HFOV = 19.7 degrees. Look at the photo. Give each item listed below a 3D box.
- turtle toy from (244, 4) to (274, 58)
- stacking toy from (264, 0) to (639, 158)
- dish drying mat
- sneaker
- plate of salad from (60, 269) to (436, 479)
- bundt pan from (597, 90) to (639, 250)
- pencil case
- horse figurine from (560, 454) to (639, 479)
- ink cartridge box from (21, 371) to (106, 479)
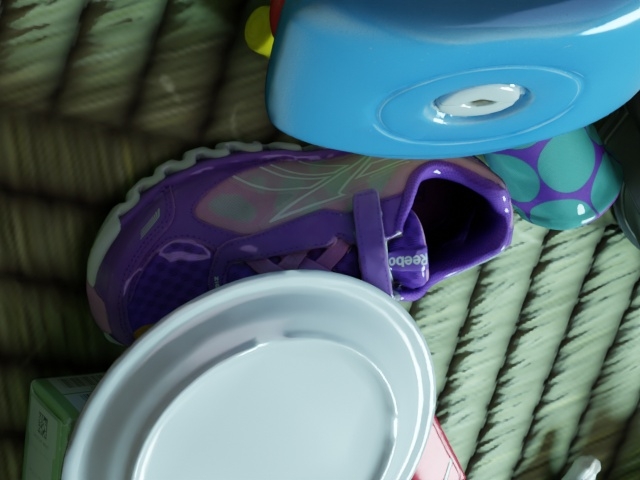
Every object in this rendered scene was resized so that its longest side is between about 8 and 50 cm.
[{"bbox_3d":[0.025,-0.128,0.908,0.095,0.066,0.130,17,88,-38],"label":"turtle toy"},{"bbox_3d":[0.048,-0.199,0.818,0.175,0.166,0.302,-6,74,-6],"label":"stacking toy"},{"bbox_3d":[0.060,0.121,1.079,0.032,0.008,0.083,-38,126,-14],"label":"dish drying mat"},{"bbox_3d":[0.000,0.000,0.925,0.236,0.104,0.095,-19,121,-25],"label":"sneaker"},{"bbox_3d":[-0.036,0.097,0.907,0.200,0.048,0.200,-14,124,-22],"label":"plate of salad"},{"bbox_3d":[0.321,-0.035,1.012,0.331,0.124,0.331,1,127,2],"label":"bundt pan"},{"bbox_3d":[0.108,-0.078,0.990,0.152,0.064,0.070,59,36,-35],"label":"pencil case"},{"bbox_3d":[0.267,0.169,1.199,0.174,0.066,0.263,-50,135,9],"label":"horse figurine"},{"bbox_3d":[-0.077,0.182,0.981,0.171,0.056,0.235,-4,112,-33],"label":"ink cartridge box"}]
